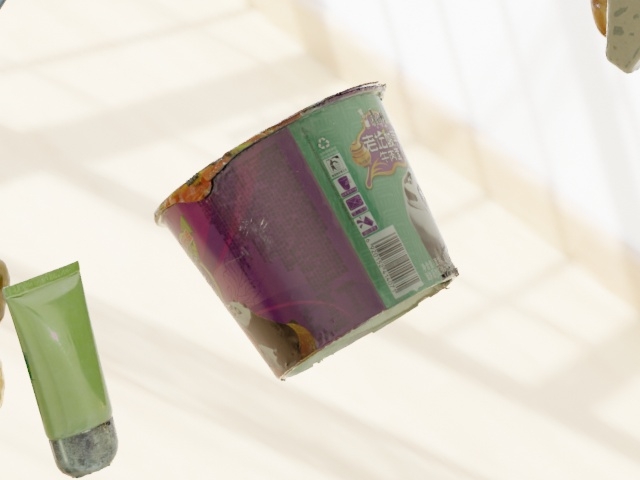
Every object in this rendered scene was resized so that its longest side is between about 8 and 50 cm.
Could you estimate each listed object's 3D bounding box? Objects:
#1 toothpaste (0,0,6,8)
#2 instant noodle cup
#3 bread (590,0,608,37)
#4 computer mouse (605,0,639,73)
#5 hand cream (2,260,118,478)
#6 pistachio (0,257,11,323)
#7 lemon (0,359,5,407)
[{"bbox_3d":[-0.289,-0.207,1.184,0.193,0.070,0.044,39,51,-19],"label":"toothpaste"},{"bbox_3d":[0.000,0.000,1.668,0.251,0.251,0.190,-22,79,-52],"label":"instant noodle cup"},{"bbox_3d":[0.282,-0.191,1.350,0.200,0.077,0.116,7,81,-42],"label":"bread"},{"bbox_3d":[0.184,-0.173,0.834,0.079,0.231,0.128,24,60,20],"label":"computer mouse"},{"bbox_3d":[-0.216,0.113,1.552,0.095,0.046,0.175,-23,100,-51],"label":"hand cream"},{"bbox_3d":[-0.414,0.084,1.960,0.100,0.189,0.110,-88,153,-69],"label":"pistachio"},{"bbox_3d":[-0.347,0.138,1.634,0.114,0.114,0.155,33,35,6],"label":"lemon"}]
